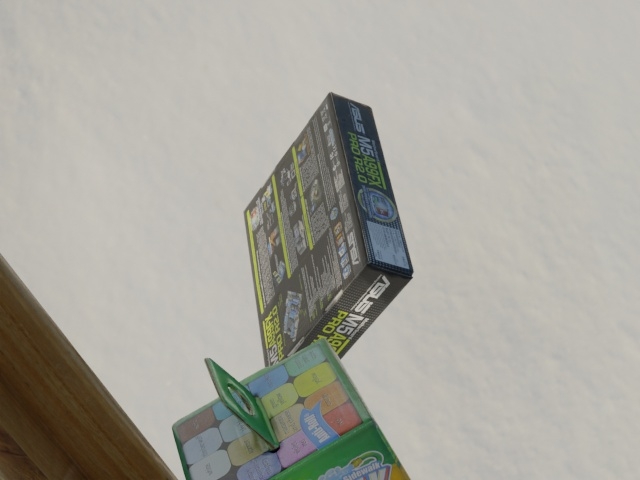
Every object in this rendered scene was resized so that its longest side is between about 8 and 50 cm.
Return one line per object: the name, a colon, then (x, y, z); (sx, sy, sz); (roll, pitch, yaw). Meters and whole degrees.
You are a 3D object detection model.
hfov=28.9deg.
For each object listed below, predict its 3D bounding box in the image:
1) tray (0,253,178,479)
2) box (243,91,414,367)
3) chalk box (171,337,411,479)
tray: (-0.232, 0.122, 0.868); (0.411, 0.076, 0.203); (59, 12, -27)
box: (0.000, 0.000, 1.388); (0.060, 0.216, 0.270); (16, 40, -27)
chalk box: (-0.011, 0.164, 0.848); (0.213, 0.132, 0.132); (61, -2, -27)
